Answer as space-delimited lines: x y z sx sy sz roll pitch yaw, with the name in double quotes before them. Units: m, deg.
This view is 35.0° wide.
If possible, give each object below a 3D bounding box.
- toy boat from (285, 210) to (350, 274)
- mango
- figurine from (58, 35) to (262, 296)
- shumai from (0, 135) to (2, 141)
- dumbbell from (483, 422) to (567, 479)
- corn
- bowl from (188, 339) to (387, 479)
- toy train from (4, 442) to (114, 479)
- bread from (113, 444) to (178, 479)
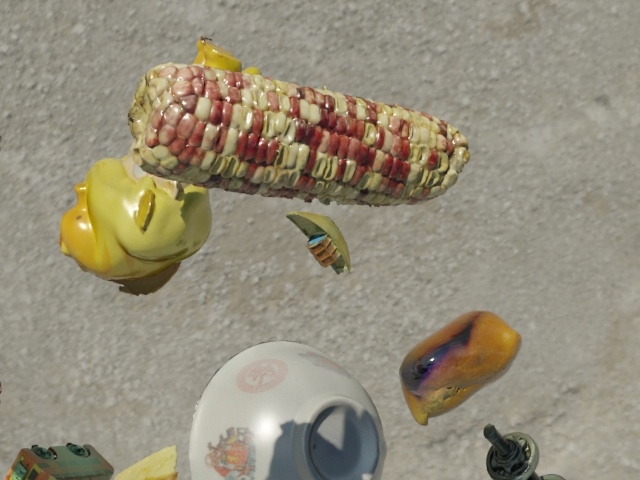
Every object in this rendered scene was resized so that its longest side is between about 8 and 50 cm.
"toy boat" 0.000 0.000 1.881 0.172 0.065 0.066 51 53 -29
"mango" 0.277 0.240 2.020 0.287 0.201 0.152 -27 84 -36
"figurine" -0.143 -0.064 0.929 0.131 0.156 0.246 26 103 -24
"shumai" -0.506 -0.091 1.228 0.309 0.304 0.263 22 15 5
"dumbbell" 0.295 0.336 1.427 0.254 0.082 0.081 49 51 -31
"corn" -0.011 -0.080 0.826 0.290 0.098 0.098 7 70 -24
"bowl" -0.011 0.312 1.529 0.346 0.157 0.345 9 74 -34
"toy train" -0.421 0.385 1.671 0.188 0.099 0.072 15 104 -59
"bread" -0.195 0.306 1.226 0.080 0.109 0.084 54 14 -23
